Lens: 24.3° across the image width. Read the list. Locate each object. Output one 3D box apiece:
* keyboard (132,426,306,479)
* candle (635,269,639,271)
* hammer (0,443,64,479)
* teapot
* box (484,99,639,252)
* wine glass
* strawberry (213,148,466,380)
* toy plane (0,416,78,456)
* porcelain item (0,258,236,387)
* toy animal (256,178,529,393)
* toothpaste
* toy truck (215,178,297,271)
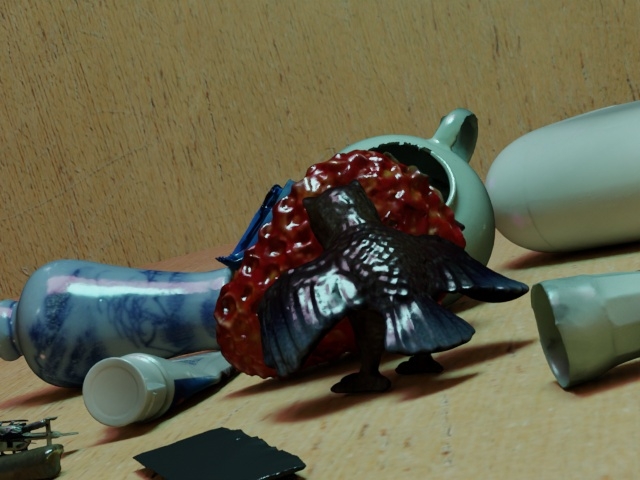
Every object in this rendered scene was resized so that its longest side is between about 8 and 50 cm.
[{"bbox_3d":[-0.071,0.150,0.994,0.074,0.015,0.196,-20,6,-18],"label":"keyboard"},{"bbox_3d":[0.287,0.030,1.236,0.167,0.021,0.026,-15,33,-12],"label":"candle"},{"bbox_3d":[-0.324,0.193,1.195,0.297,0.027,0.125,-12,5,27],"label":"hammer"},{"bbox_3d":[0.076,-0.022,1.456,0.193,0.129,0.294,27,58,18],"label":"teapot"},{"bbox_3d":[0.369,-0.082,1.593,0.349,0.141,0.288,-10,8,43],"label":"box"},{"bbox_3d":[0.222,0.046,0.976,0.155,0.073,0.073,-12,4,-5],"label":"wine glass"},{"bbox_3d":[0.026,0.041,1.273,0.236,0.190,0.111,-40,37,-11],"label":"strawberry"},{"bbox_3d":[-0.254,0.164,1.233,0.120,0.031,0.049,-8,-6,17],"label":"toy plane"},{"bbox_3d":[-0.213,0.082,1.566,0.259,0.141,0.141,-7,5,7],"label":"porcelain item"},{"bbox_3d":[0.047,0.023,1.148,0.218,0.180,0.116,-16,-20,-17],"label":"toy animal"},{"bbox_3d":[-0.132,0.122,1.336,0.096,0.061,0.266,-15,-3,15],"label":"toothpaste"},{"bbox_3d":[0.000,0.000,1.584,0.208,0.126,0.113,7,-2,-12],"label":"toy truck"}]
